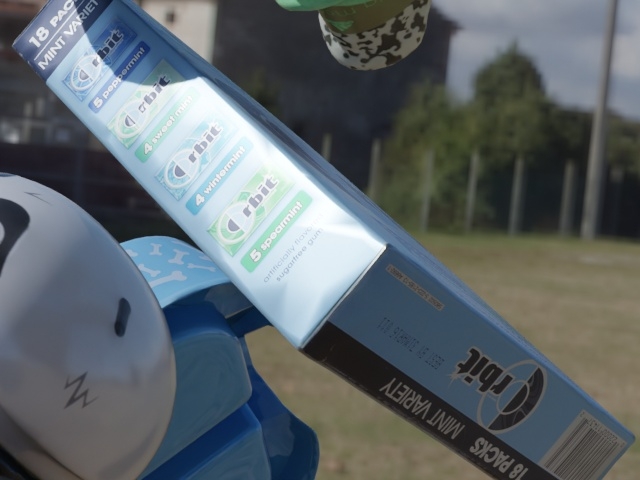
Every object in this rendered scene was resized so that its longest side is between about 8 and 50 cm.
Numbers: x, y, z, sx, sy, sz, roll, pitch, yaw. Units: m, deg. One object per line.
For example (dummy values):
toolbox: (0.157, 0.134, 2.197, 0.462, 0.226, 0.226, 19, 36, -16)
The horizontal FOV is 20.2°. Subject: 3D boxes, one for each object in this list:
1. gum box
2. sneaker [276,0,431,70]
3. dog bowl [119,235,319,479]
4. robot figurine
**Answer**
gum box: (0.000, 0.000, 0.585, 0.157, 0.041, 0.184, 37, 5, -47)
sneaker: (0.014, -0.145, 0.695, 0.158, 0.182, 0.410, 12, 25, 34)
dog bowl: (-0.095, 0.112, 1.085, 0.166, 0.297, 0.074, -35, 56, -19)
robot figurine: (-0.198, 0.090, 0.805, 0.209, 0.278, 0.173, 53, 3, 16)
